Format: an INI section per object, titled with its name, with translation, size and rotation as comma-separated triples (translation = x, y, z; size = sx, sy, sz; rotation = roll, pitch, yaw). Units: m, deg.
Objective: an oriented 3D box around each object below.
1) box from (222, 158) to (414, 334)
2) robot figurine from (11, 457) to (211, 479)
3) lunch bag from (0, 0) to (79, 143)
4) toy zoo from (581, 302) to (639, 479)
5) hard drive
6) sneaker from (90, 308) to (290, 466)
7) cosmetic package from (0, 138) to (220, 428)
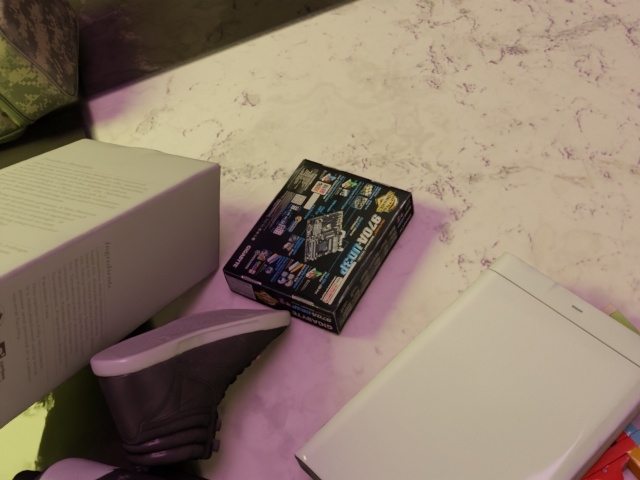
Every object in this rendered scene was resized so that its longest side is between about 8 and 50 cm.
[box]
translation = 0.000, 0.000, 1.138
size = 0.175, 0.051, 0.220
rotation = 19, 58, 25
[robot figurine]
translation = -0.207, 0.323, 0.856
size = 0.278, 0.173, 0.209
rotation = 8, 69, 18
[lunch bag]
translation = -0.557, -0.310, 1.396
size = 0.256, 0.212, 0.305
rotation = -27, 47, 12
[toy zoo]
translation = 0.333, 0.218, 0.911
size = 0.192, 0.030, 0.293
rotation = -27, 52, -10
[hard drive]
translation = 0.177, 0.189, 0.918
size = 0.353, 0.047, 0.233
rotation = -41, 55, -17
[sneaker]
translation = -0.134, 0.168, 0.987
size = 0.105, 0.146, 0.296
rotation = -3, 8, 36
[cosmetic package]
translation = -0.325, 0.023, 0.988
size = 0.230, 0.161, 0.453
rotation = 12, 25, 21
